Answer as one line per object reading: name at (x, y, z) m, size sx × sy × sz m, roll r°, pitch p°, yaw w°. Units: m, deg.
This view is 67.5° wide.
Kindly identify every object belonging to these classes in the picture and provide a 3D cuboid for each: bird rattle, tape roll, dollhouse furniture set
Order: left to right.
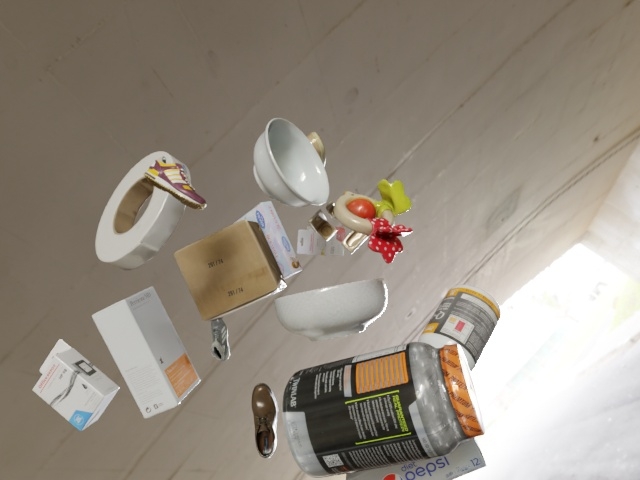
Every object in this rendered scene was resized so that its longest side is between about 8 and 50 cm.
tape roll at (-0.555, -0.095, 1.489) m, size 0.392 × 0.392 × 0.072 m, roll -51°, pitch -47°, yaw 5°
dollhouse furniture set at (0.072, -0.049, 1.563) m, size 0.144 × 0.151 × 0.123 m, roll -46°, pitch -17°, yaw -3°
bird rattle at (0.133, -0.053, 1.263) m, size 0.253 × 0.207 × 0.143 m, roll -67°, pitch -7°, yaw -48°

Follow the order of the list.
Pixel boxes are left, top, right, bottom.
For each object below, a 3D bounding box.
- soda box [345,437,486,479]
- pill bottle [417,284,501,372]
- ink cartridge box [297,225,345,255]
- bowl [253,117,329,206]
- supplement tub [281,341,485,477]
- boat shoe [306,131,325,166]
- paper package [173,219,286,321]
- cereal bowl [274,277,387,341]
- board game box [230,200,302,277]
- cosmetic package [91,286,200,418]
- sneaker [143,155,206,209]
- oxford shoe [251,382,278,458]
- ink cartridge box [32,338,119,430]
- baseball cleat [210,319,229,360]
soda box at (0.200, 0.478, 1.037) m, size 0.287 × 0.091 × 0.098 m, roll -27°, pitch 4°, yaw 10°
pill bottle at (0.363, 0.265, 1.297) m, size 0.278 × 0.162 × 0.162 m, roll -48°, pitch -24°, yaw -31°
ink cartridge box at (0.000, 0.000, 2.030) m, size 0.199 × 0.067 × 0.115 m, roll 3°, pitch -72°, yaw -8°
bowl at (-0.112, -0.217, 1.482) m, size 0.134 × 0.297 × 0.298 m, roll -26°, pitch -17°, yaw 28°
supplement tub at (0.110, 0.293, 0.844) m, size 0.316 × 0.193 × 0.194 m, roll -18°, pitch -21°, yaw 17°
boat shoe at (-0.078, -0.270, 1.731) m, size 0.110 × 0.121 × 0.341 m, roll -22°, pitch -12°, yaw -24°
paper package at (-0.343, 0.115, 1.839) m, size 0.325 × 0.309 × 0.168 m, roll -25°, pitch -4°, yaw 6°
cereal bowl at (0.039, 0.210, 1.404) m, size 0.340 × 0.141 × 0.339 m, roll -12°, pitch -8°, yaw -2°
board game box at (-0.259, 0.044, 2.023) m, size 0.318 × 0.318 × 0.066 m, roll -29°, pitch -8°, yaw 40°
cosmetic package at (-0.682, 0.436, 1.909) m, size 0.162 × 0.452 × 0.230 m, roll -25°, pitch 4°, yaw 11°
sneaker at (-0.356, -0.151, 1.218) m, size 0.083 × 0.186 × 0.069 m, roll -57°, pitch -9°, yaw -16°
oxford shoe at (-0.172, 0.565, 1.506) m, size 0.083 × 0.226 × 0.096 m, roll -8°, pitch -14°, yaw -6°
ink cartridge box at (-0.549, 0.314, 1.052) m, size 0.104 × 0.180 × 0.060 m, roll -54°, pitch -6°, yaw 9°
baseball cleat at (-0.458, 0.440, 2.158) m, size 0.072 × 0.205 × 0.109 m, roll -22°, pitch -13°, yaw 10°
